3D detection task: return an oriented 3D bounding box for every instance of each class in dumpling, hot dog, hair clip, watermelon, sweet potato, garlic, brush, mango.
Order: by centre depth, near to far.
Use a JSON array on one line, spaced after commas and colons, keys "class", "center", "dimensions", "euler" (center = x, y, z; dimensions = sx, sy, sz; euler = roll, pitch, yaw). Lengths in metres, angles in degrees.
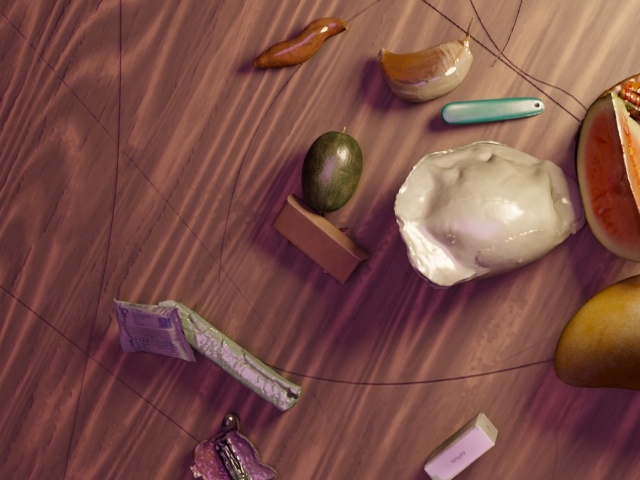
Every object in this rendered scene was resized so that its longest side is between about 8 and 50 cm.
[{"class": "watermelon", "center": [0.546, -0.097, 1.721], "dimensions": [0.129, 0.159, 0.303], "euler": [-8, 79, -15]}, {"class": "mango", "center": [0.592, 0.165, 1.722], "dimensions": [0.384, 0.199, 0.221], "euler": [-20, 105, 23]}, {"class": "hot dog", "center": [0.596, -0.234, 1.757], "dimensions": [0.144, 0.038, 0.062], "euler": [32, 94, 14]}, {"class": "dumpling", "center": [0.302, -0.065, 1.797], "dimensions": [0.341, 0.181, 0.260], "euler": [-26, 76, 4]}, {"class": "garlic", "center": [0.212, -0.332, 1.863], "dimensions": [0.198, 0.090, 0.128], "euler": [-20, 74, 17]}, {"class": "brush", "center": [0.323, -0.244, 1.868], "dimensions": [0.194, 0.032, 0.043], "euler": [-5, 85, 1]}, {"class": "sweet potato", "center": [-0.039, -0.379, 1.935], "dimensions": [0.202, 0.058, 0.055], "euler": [-27, 42, 8]}, {"class": "hair clip", "center": [-0.178, 0.460, 1.981], "dimensions": [0.146, 0.056, 0.187], "euler": [-37, 74, 12]}]

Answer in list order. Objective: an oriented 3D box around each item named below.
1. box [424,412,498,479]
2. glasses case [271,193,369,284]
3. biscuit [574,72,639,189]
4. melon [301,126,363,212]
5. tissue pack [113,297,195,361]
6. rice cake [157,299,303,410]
[{"class": "box", "center": [0.261, 0.386, 1.835], "dimensions": [0.130, 0.129, 0.051], "euler": [-42, 82, 10]}, {"class": "glasses case", "center": [0.000, 0.000, 1.930], "dimensions": [0.193, 0.070, 0.102], "euler": [39, 126, 8]}, {"class": "biscuit", "center": [0.619, -0.152, 1.787], "dimensions": [0.318, 0.040, 0.317], "euler": [-1, 87, 15]}, {"class": "melon", "center": [0.022, -0.136, 1.890], "dimensions": [0.114, 0.114, 0.167], "euler": [18, 94, 12]}, {"class": "tissue pack", "center": [-0.338, 0.179, 1.975], "dimensions": [0.193, 0.026, 0.122], "euler": [4, 118, 35]}, {"class": "rice cake", "center": [-0.185, 0.224, 1.967], "dimensions": [0.336, 0.066, 0.063], "euler": [33, 89, 10]}]
